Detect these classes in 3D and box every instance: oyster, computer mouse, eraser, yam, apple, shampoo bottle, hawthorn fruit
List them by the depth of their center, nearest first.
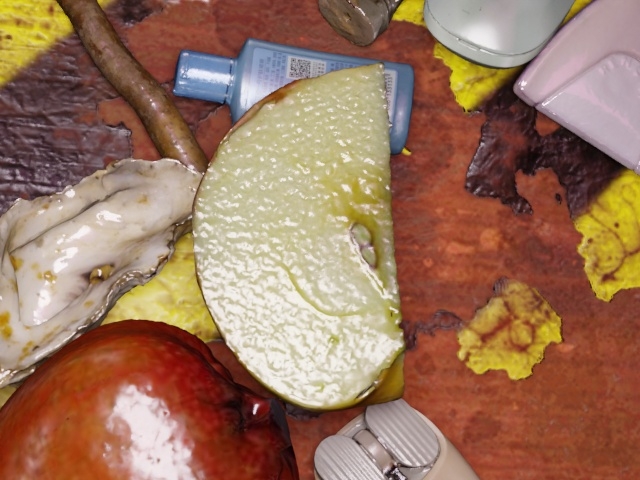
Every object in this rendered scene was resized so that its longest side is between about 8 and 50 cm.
[{"bbox_3d":[-0.172,0.214,1.015,0.311,0.295,0.295,-8,79,11],"label":"hawthorn fruit"},{"bbox_3d":[-0.256,0.042,1.110,0.166,0.110,0.341,34,72,-9],"label":"oyster"},{"bbox_3d":[0.000,0.000,1.112,0.179,0.254,0.346,-12,73,32],"label":"apple"},{"bbox_3d":[0.099,0.276,1.141,0.145,0.082,0.236,-35,88,-15],"label":"computer mouse"},{"bbox_3d":[-0.216,-0.194,1.198,0.327,0.045,0.045,56,30,4],"label":"yam"},{"bbox_3d":[-0.030,-0.163,1.217,0.258,0.061,0.104,9,83,-9],"label":"shampoo bottle"},{"bbox_3d":[0.222,-0.317,1.260,0.159,0.097,0.288,27,69,10],"label":"computer mouse"},{"bbox_3d":[0.364,-0.214,1.304,0.204,0.059,0.243,33,78,-2],"label":"eraser"}]

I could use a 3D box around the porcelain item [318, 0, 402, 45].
[{"bbox_3d":[0.095,-0.318,1.277,0.081,0.069,0.216,41,69,4],"label":"porcelain item"}]
